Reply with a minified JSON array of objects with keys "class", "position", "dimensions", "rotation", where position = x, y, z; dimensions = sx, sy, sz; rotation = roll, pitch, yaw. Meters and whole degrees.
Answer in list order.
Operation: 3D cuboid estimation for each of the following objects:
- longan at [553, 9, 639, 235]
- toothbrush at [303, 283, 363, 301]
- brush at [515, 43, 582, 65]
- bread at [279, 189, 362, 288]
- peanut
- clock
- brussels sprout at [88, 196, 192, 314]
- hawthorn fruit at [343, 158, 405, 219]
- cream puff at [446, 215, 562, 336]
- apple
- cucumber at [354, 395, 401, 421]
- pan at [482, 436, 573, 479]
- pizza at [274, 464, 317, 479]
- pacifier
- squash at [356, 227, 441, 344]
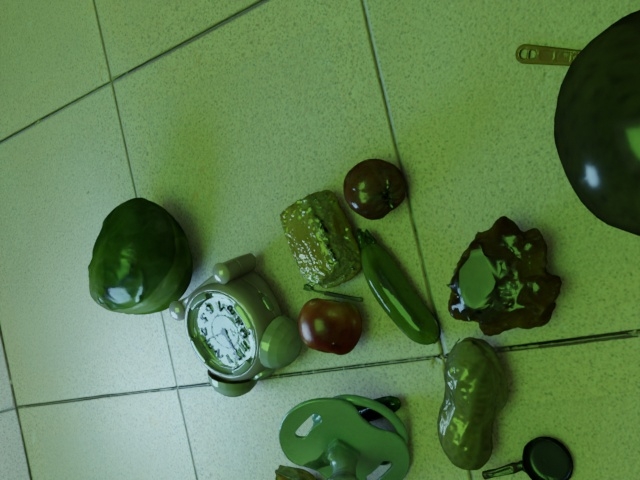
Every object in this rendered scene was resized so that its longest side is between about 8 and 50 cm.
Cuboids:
[{"class":"longan","position":[0.596,-0.197,1.421],"dimensions":[0.405,0.336,0.404],"rotation":[0,90,50]},{"class":"toothbrush","position":[0.029,0.138,2.146],"dimensions":[0.194,0.014,0.017],"rotation":[11,103,38]},{"class":"brush","position":[0.519,-0.370,1.669],"dimensions":[0.272,0.013,0.103],"rotation":[15,106,38]},{"class":"bread","position":[0.000,0.000,2.081],"dimensions":[0.174,0.121,0.245],"rotation":[-34,79,46]},{"class":"peanut","position":[0.338,0.371,1.850],"dimensions":[0.149,0.149,0.313],"rotation":[20,109,36]},{"class":"clock","position":[-0.229,0.244,2.275],"dimensions":[0.342,0.184,0.325],"rotation":[-41,75,41]},{"class":"brussels sprout","position":[-0.539,0.070,2.436],"dimensions":[0.315,0.276,0.371],"rotation":[47,123,29]},{"class":"hawthorn fruit","position":[0.107,-0.129,1.958],"dimensions":[0.189,0.149,0.149],"rotation":[18,108,32]},{"class":"cream puff","position":[0.384,0.091,1.756],"dimensions":[0.269,0.155,0.241],"rotation":[-37,74,35]},{"class":"apple","position":[0.024,0.218,2.071],"dimensions":[0.164,0.163,0.139],"rotation":[8,90,39]},{"class":"cucumber","position":[0.102,0.440,2.105],"dimensions":[0.284,0.056,0.056],"rotation":[-24,81,44]},{"class":"pan","position":[0.458,0.501,1.826],"dimensions":[0.212,0.040,0.114],"rotation":[-23,82,32]},{"class":"pizza","position":[-0.031,0.693,2.244],"dimensions":[0.204,0.080,0.188],"rotation":[15,129,27]},{"class":"pacifier","position":[0.064,0.528,1.989],"dimensions":[0.343,0.269,0.288],"rotation":[32,115,-13]},{"class":"squash","position":[0.168,0.113,1.979],"dimensions":[0.094,0.095,0.340],"rotation":[-46,68,34]}]
